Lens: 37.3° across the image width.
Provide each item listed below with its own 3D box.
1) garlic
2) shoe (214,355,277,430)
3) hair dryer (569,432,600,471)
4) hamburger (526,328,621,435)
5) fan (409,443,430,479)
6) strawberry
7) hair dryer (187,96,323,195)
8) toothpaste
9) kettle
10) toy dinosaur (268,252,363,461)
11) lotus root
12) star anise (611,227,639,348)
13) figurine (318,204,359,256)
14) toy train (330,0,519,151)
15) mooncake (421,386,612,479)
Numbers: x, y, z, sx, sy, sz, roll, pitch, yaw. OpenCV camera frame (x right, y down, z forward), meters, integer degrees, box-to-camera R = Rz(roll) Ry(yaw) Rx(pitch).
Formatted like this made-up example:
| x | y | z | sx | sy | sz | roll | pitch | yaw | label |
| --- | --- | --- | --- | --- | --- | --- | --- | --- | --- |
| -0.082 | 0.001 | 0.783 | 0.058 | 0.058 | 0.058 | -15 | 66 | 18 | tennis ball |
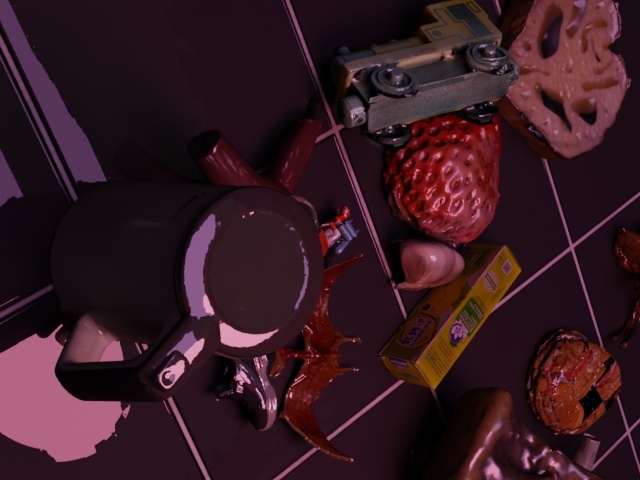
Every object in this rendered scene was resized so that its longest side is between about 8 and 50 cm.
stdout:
| x | y | z | sx | sy | sz | roll | pitch | yaw | label |
| --- | --- | --- | --- | --- | --- | --- | --- | --- | --- |
| 0.204 | 0.041 | 1.787 | 0.174 | 0.124 | 0.099 | 7 | 75 | -57 | garlic |
| -0.134 | 0.242 | 1.574 | 0.099 | 0.071 | 0.169 | -14 | 96 | -33 | shoe |
| 0.513 | 0.500 | 2.044 | 0.225 | 0.088 | 0.219 | 37 | 88 | -26 | hair dryer |
| 0.547 | 0.308 | 2.062 | 0.231 | 0.107 | 0.230 | -7 | 103 | -33 | hamburger |
| 0.196 | 0.444 | 1.864 | 0.056 | 0.004 | 0.083 | -3 | 94 | -37 | fan |
| 0.268 | -0.160 | 1.805 | 0.265 | 0.149 | 0.336 | 29 | 74 | -32 | strawberry |
| -0.075 | -0.148 | 1.556 | 0.312 | 0.123 | 0.340 | 59 | 42 | -44 | hair dryer |
| 0.254 | 0.137 | 1.829 | 0.327 | 0.110 | 0.077 | -49 | 121 | -24 | toothpaste |
| -0.222 | 0.070 | 1.305 | 0.361 | 0.377 | 0.250 | -46 | 117 | -27 | kettle |
| 0.018 | 0.192 | 1.657 | 0.206 | 0.113 | 0.327 | 41 | 65 | -36 | toy dinosaur |
| 0.497 | -0.361 | 1.996 | 0.375 | 0.111 | 0.390 | -12 | 102 | -34 | lotus root |
| 0.759 | 0.092 | 2.193 | 0.237 | 0.148 | 0.346 | 23 | 80 | -13 | star anise |
| 0.000 | 0.000 | 1.664 | 0.140 | 0.068 | 0.075 | -31 | 96 | -26 | figurine |
| 0.171 | -0.302 | 1.699 | 0.369 | 0.237 | 0.150 | -17 | 144 | -24 | toy train |
| 0.394 | 0.480 | 1.771 | 0.246 | 0.394 | 0.393 | -57 | 146 | -17 | mooncake |
